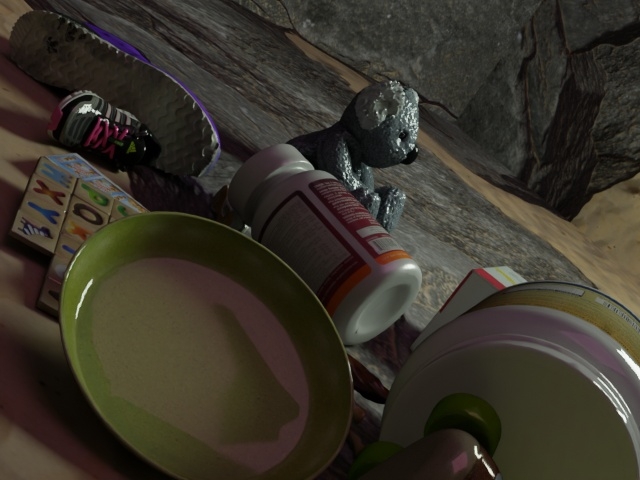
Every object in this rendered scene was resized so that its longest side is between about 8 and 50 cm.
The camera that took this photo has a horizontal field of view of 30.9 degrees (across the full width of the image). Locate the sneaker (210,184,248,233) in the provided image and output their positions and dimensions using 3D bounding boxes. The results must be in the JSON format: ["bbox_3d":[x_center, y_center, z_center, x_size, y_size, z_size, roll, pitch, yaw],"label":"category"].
[{"bbox_3d":[-0.105,-0.033,1.370,0.037,0.032,0.083,35,22,-29],"label":"sneaker"}]

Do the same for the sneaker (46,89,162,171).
[{"bbox_3d":[-0.229,-0.115,1.269,0.075,0.063,0.170,34,8,21],"label":"sneaker"}]

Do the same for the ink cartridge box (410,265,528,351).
[{"bbox_3d":[0.217,0.118,1.413,0.127,0.128,0.176,40,15,17],"label":"ink cartridge box"}]

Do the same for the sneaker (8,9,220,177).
[{"bbox_3d":[-0.229,-0.188,1.432,0.293,0.102,0.146,37,13,7],"label":"sneaker"}]

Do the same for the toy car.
[{"bbox_3d":[0.094,0.229,0.772,0.188,0.149,0.155,50,31,-4],"label":"toy car"}]

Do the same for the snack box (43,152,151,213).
[{"bbox_3d":[-0.195,-0.026,1.139,0.178,0.022,0.064,38,17,10],"label":"snack box"}]

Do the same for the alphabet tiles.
[{"bbox_3d":[-0.174,0.024,1.004,0.198,0.009,0.237,31,20,-18],"label":"alphabet tiles"}]

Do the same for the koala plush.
[{"bbox_3d":[0.063,-0.143,1.721,0.203,0.221,0.196,38,15,13],"label":"koala plush"}]

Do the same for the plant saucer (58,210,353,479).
[{"bbox_3d":[-0.085,0.085,0.853,0.241,0.037,0.241,22,43,-22],"label":"plant saucer"}]

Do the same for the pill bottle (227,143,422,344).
[{"bbox_3d":[0.000,0.000,1.279,0.221,0.121,0.121,48,18,27],"label":"pill bottle"}]

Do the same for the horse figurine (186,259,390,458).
[{"bbox_3d":[-0.033,0.096,1.005,0.263,0.066,0.174,27,22,-45],"label":"horse figurine"}]

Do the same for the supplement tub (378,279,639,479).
[{"bbox_3d":[0.180,0.159,0.983,0.228,0.228,0.316,39,14,12],"label":"supplement tub"}]
